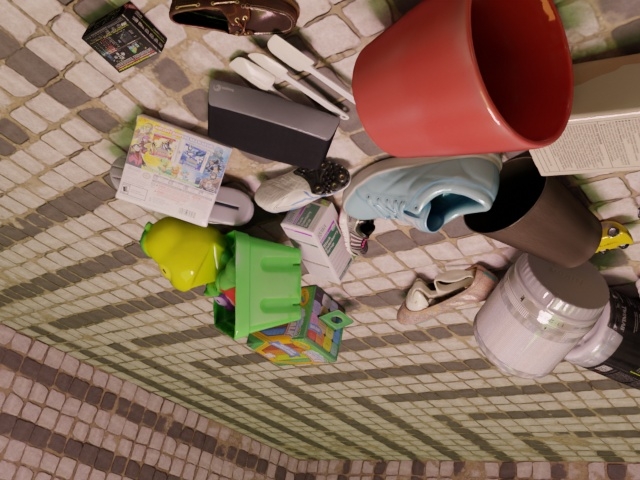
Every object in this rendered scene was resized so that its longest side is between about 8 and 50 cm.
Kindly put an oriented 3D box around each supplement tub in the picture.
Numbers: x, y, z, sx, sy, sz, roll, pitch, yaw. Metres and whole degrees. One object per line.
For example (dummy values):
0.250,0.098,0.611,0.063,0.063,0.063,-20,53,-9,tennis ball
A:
0.766,0.252,1.552,0.338,0.207,0.207,23,147,-16,supplement tub

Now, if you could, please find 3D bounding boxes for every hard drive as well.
-0.101,-0.219,1.229,0.254,0.054,0.172,16,157,-5,hard drive

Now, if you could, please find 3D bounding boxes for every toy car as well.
0.663,-0.044,1.256,0.239,0.053,0.225,2,147,15,toy car

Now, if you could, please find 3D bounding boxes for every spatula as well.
-0.032,-0.278,1.140,0.242,0.019,0.168,27,155,-32,spatula

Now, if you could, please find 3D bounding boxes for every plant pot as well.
0.198,-0.241,0.927,0.275,0.275,0.243,35,151,-33,plant pot

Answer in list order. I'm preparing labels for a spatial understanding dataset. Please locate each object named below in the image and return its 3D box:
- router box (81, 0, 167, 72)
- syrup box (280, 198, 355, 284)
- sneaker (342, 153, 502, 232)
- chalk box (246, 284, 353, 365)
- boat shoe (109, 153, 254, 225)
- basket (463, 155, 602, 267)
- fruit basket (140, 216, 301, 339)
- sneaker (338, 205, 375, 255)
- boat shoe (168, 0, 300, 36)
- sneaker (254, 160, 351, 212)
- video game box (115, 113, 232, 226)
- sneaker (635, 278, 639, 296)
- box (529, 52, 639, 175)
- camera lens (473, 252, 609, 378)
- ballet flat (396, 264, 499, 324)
-0.350,-0.360,1.118,0.122,0.038,0.092,-11,142,34,router box
0.000,0.000,1.507,0.096,0.093,0.237,17,154,28,syrup box
0.185,-0.083,1.271,0.366,0.150,0.135,-17,138,39,sneaker
-0.045,0.259,1.882,0.289,0.179,0.180,-11,142,34,chalk box
-0.321,-0.098,1.456,0.335,0.121,0.119,21,168,-5,boat shoe
0.440,-0.044,1.250,0.227,0.154,0.204,25,149,-26,basket
-0.255,0.086,1.531,0.392,0.283,0.392,0,177,0,fruit basket
0.097,-0.016,1.493,0.074,0.063,0.170,6,144,23,sneaker
-0.140,-0.361,1.011,0.207,0.073,0.073,8,148,5,boat shoe
-0.034,-0.117,1.376,0.237,0.085,0.086,-13,167,30,sneaker
-0.312,-0.149,1.340,0.205,0.048,0.187,19,108,-10,video game box
0.869,0.183,1.457,0.305,0.152,0.114,18,147,-11,sneaker
0.484,-0.195,0.960,0.311,0.121,0.148,1,148,37,box
0.501,0.169,1.453,0.219,0.219,0.274,16,131,-7,camera lens
0.308,0.133,1.638,0.316,0.108,0.106,-27,128,33,ballet flat
